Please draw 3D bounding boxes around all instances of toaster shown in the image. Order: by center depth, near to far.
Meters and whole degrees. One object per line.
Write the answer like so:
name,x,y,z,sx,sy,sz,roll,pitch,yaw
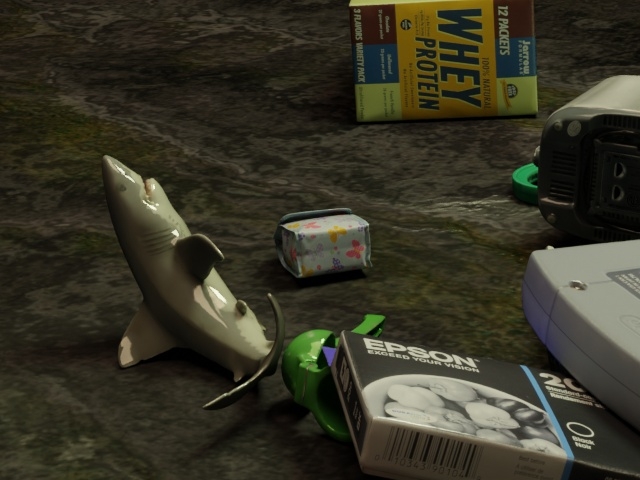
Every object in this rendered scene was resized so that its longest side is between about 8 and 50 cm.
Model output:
toaster,0.310,-0.070,1.691,0.227,0.129,0.146,10,27,22

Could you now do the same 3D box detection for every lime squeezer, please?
lime squeezer,0.031,0.114,1.388,0.110,0.059,0.310,22,10,-19

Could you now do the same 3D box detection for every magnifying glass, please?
magnifying glass,0.296,-0.052,1.819,0.231,0.026,0.092,2,21,20

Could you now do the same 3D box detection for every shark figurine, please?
shark figurine,-0.104,0.071,1.492,0.116,0.166,0.278,-34,45,-8

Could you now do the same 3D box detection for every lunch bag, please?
lunch bag,0.000,0.000,1.687,0.071,0.053,0.083,-7,11,-13

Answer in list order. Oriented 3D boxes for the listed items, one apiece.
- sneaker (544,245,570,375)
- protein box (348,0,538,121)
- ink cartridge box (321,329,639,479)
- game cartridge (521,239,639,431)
sneaker,0.215,0.051,1.482,0.083,0.071,0.191,4,21,4
protein box,0.143,-0.228,2.168,0.201,0.136,0.200,-2,19,6
ink cartridge box,0.112,0.113,1.272,0.206,0.045,0.208,12,16,-11
game cartridge,0.276,0.082,1.306,0.196,0.060,0.294,-1,25,-31
